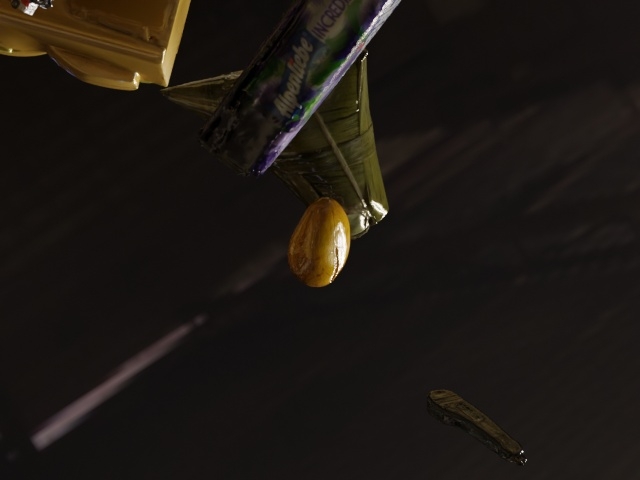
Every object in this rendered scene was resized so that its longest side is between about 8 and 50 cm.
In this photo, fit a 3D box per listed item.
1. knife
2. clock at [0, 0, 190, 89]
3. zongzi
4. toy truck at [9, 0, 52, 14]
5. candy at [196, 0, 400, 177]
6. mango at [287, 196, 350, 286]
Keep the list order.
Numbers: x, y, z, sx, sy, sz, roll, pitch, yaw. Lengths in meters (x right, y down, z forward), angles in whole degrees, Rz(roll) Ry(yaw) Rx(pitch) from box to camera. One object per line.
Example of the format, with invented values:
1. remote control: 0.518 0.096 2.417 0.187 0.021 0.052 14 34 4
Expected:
1. knife: 0.142 0.170 1.801 0.031 0.018 0.121 -21 -142 -33
2. clock: -0.302 -0.324 2.290 0.200 0.317 0.244 134 -29 -79
3. zongzi: -0.041 -0.076 1.922 0.204 0.205 0.094 -16 -164 -21
4. toy truck: -0.282 -0.234 1.816 0.032 0.083 0.024 -54 160 6
5. candy: 0.018 -0.166 1.381 0.312 0.061 0.088 -49 -175 41
6. mango: 0.000 0.000 1.784 0.060 0.089 0.046 -19 -139 -34
